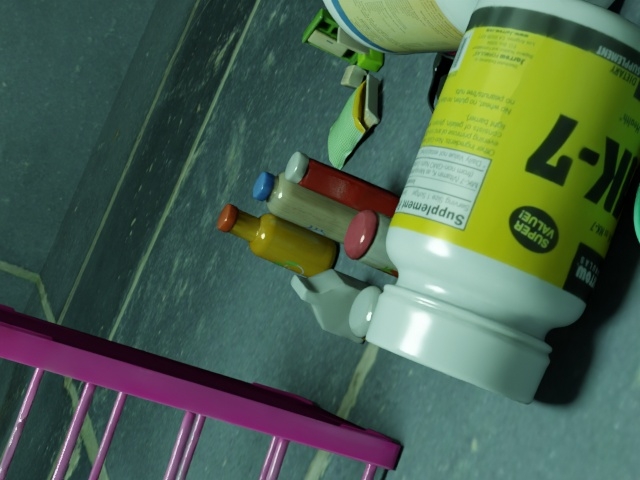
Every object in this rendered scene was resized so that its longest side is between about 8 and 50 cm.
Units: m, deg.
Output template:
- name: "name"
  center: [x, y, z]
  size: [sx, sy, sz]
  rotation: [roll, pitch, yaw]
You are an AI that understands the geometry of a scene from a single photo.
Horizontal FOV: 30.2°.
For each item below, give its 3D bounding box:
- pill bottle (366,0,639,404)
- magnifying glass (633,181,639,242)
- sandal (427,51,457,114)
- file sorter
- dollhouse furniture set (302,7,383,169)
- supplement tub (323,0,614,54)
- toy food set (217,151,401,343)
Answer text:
- name: "pill bottle"
  center: [0.108, -0.023, 0.664]
  size: [0.208, 0.119, 0.119]
  rotation: [-69, 21, -3]
- name: "magnifying glass"
  center: [0.228, -0.066, 0.547]
  size: [0.231, 0.026, 0.092]
  rotation: [-45, 30, 43]
- name: "sandal"
  center: [0.106, -0.106, 0.865]
  size: [0.067, 0.040, 0.179]
  rotation: [-56, 24, 29]
- name: "file sorter"
  center: [-0.136, 0.172, 0.829]
  size: [0.202, 0.290, 0.182]
  rotation: [7, 78, 69]
- name: "dollhouse furniture set"
  center: [0.015, -0.149, 1.107]
  size: [0.076, 0.058, 0.152]
  rotation: [-48, 28, 43]
- name: "supplement tub"
  center: [0.100, -0.202, 0.809]
  size: [0.199, 0.144, 0.144]
  rotation: [11, 79, 59]
- name: "toy food set"
  center: [0.000, 0.000, 0.924]
  size: [0.111, 0.104, 0.232]
  rotation: [-64, 21, 10]
